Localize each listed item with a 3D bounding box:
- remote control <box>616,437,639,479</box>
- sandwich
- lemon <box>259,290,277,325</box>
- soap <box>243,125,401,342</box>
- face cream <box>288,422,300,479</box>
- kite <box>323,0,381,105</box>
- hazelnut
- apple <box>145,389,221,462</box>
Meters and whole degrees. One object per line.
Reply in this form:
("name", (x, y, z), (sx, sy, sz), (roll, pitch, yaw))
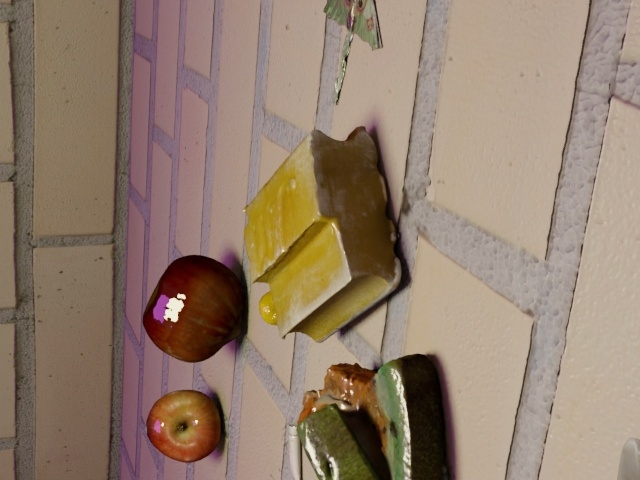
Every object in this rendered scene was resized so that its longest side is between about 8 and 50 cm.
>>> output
("remote control", (0.280, 0.296, 0.830), (0.073, 0.044, 0.229), (-139, 51, -64))
("sandwich", (0.042, 0.266, 1.252), (0.301, 0.162, 0.251), (-173, 85, -64))
("lemon", (-0.081, 0.125, 1.661), (0.092, 0.065, 0.065), (-132, 45, -60))
("soap", (0.000, 0.000, 1.373), (0.281, 0.143, 0.259), (-44, 54, 54))
("face cream", (-0.047, 0.394, 1.657), (0.038, 0.020, 0.115), (-167, 73, -66))
("kite", (0.044, -0.324, 1.391), (0.229, 0.012, 0.250), (-124, 37, -54))
("hazelnut", (-0.262, 0.145, 1.941), (0.229, 0.229, 0.230), (178, 90, -67))
("apple", (-0.321, 0.437, 2.135), (0.199, 0.199, 0.199), (178, 90, -67))
